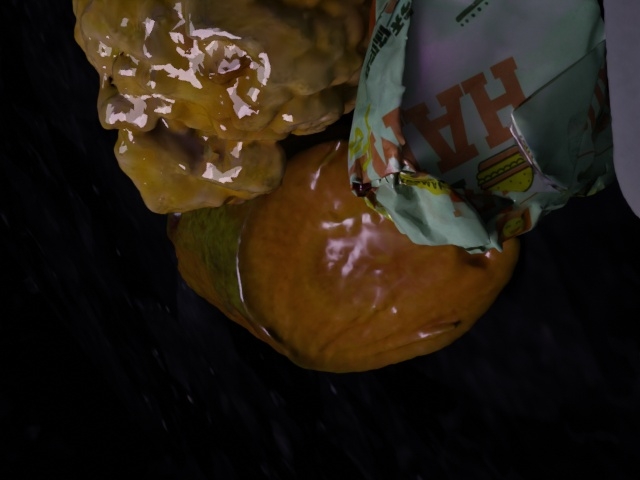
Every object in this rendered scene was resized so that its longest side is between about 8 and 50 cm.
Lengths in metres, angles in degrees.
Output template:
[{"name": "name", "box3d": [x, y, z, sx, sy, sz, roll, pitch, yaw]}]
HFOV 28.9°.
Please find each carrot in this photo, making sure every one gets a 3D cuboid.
[{"name": "carrot", "box3d": [0.000, 0.000, 1.246, 0.341, 0.241, 0.241, 21, 135, 57]}]

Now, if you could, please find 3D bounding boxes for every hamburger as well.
[{"name": "hamburger", "box3d": [0.134, -0.095, 0.948, 0.125, 0.235, 0.214, -176, 91, -69]}]

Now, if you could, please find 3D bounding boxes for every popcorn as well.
[{"name": "popcorn", "box3d": [-0.085, -0.170, 1.045, 0.265, 0.225, 0.332, 29, 120, 8]}]

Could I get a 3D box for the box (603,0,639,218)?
[{"name": "box", "box3d": [0.299, -0.143, 0.638, 0.367, 0.090, 0.373, 25, 130, 52]}]
